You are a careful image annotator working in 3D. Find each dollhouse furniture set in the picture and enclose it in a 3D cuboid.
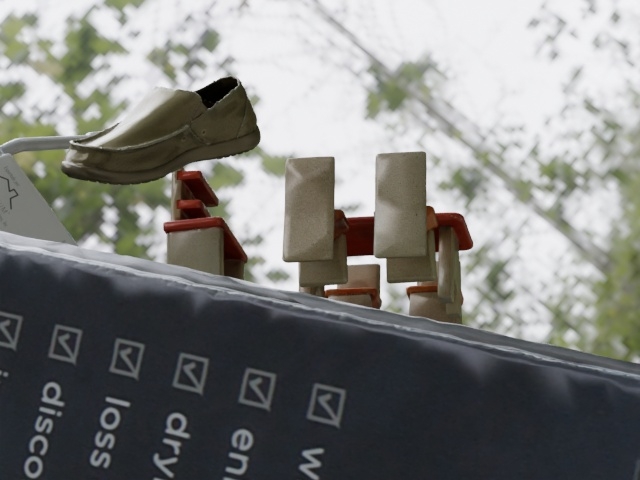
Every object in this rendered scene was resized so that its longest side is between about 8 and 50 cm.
[{"bbox_3d":[0.000,0.000,1.561,0.262,0.259,0.135,62,-153,-66],"label":"dollhouse furniture set"}]

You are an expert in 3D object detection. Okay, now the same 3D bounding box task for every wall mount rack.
[{"bbox_3d":[-0.248,0.018,1.650,0.304,0.350,0.130,-31,-14,-28],"label":"wall mount rack"}]

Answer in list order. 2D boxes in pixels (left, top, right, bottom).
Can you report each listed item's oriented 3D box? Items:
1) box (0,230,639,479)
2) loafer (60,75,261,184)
[{"bbox_3d":[-0.039,0.263,0.772,0.297,0.471,0.480,23,-101,-60],"label":"box"},{"bbox_3d":[-0.100,-0.069,1.118,0.148,0.056,0.050,-20,-68,-44],"label":"loafer"}]
